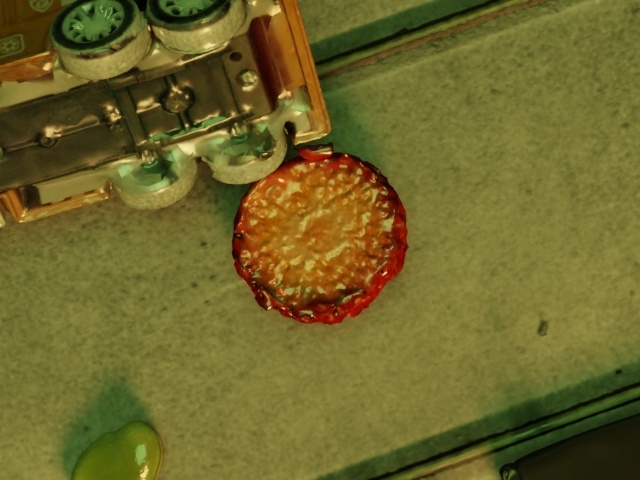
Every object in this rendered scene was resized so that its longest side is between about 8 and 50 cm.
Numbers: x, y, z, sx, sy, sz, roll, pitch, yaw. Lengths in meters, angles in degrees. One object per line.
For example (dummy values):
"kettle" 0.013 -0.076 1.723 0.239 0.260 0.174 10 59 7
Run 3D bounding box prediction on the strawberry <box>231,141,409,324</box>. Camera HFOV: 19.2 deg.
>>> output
"strawberry" 0.000 0.000 1.469 0.145 0.086 0.145 0 77 1

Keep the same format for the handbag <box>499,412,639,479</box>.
"handbag" 0.278 0.237 1.422 0.246 0.080 0.223 -18 72 1

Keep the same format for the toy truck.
"toy truck" -0.205 -0.132 1.447 0.387 0.173 0.207 -16 46 1

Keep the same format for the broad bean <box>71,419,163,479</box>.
"broad bean" -0.155 0.178 1.465 0.083 0.045 0.063 -45 79 2
